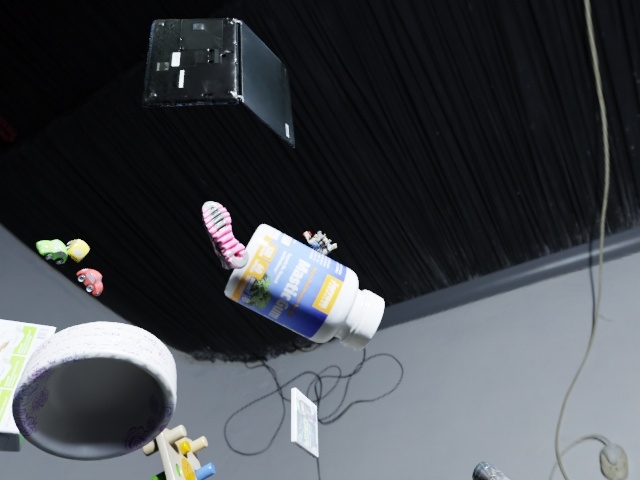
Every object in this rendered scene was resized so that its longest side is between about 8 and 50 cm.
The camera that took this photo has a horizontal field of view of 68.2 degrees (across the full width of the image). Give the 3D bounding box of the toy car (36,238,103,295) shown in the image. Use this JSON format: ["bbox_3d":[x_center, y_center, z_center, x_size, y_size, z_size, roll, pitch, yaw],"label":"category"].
[{"bbox_3d":[-0.789,0.052,1.495,0.053,0.225,0.239,-37,63,-1],"label":"toy car"}]

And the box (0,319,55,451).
[{"bbox_3d":[-0.757,0.315,1.059,0.262,0.231,0.127,-97,28,-43],"label":"box"}]

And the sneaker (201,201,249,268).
[{"bbox_3d":[-0.164,-0.004,0.765,0.047,0.119,0.057,-28,4,-38],"label":"sneaker"}]

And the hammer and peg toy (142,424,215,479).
[{"bbox_3d":[-0.374,0.734,1.368,0.127,0.266,0.361,-26,58,-7],"label":"hammer and peg toy"}]

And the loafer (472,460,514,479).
[{"bbox_3d":[0.352,0.462,0.842,0.062,0.170,0.061,-60,7,-7],"label":"loafer"}]

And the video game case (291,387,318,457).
[{"bbox_3d":[-0.055,0.646,1.675,0.022,0.173,0.190,-20,43,17],"label":"video game case"}]

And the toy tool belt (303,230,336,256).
[{"bbox_3d":[0.000,0.000,1.167,0.051,0.083,0.052,-37,22,2],"label":"toy tool belt"}]

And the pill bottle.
[{"bbox_3d":[-0.025,0.096,0.878,0.152,0.272,0.152,-61,5,10],"label":"pill bottle"}]

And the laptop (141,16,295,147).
[{"bbox_3d":[-0.190,-0.307,0.929,0.264,0.136,0.234,-4,60,-5],"label":"laptop"}]

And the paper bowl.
[{"bbox_3d":[-0.434,0.285,0.944,0.284,0.284,0.148,-34,30,3],"label":"paper bowl"}]
